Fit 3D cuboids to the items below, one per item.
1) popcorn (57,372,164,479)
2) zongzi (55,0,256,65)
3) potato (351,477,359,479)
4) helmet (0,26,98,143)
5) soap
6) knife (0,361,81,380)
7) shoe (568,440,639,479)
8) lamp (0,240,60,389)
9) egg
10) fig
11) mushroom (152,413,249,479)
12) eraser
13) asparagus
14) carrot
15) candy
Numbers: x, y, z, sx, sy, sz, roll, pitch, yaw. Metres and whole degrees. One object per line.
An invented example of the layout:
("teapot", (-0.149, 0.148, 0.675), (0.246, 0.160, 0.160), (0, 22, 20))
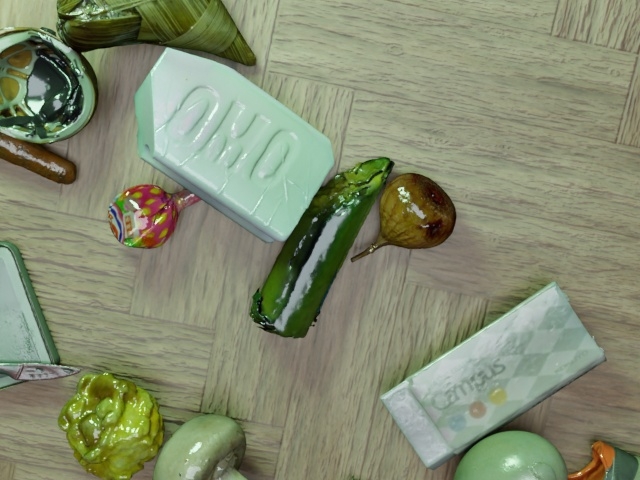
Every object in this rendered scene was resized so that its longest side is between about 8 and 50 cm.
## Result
("popcorn", (-0.381, 0.342, 1.729), (0.197, 0.155, 0.198), (-2, 69, 6))
("zongzi", (-0.275, -0.358, 1.614), (0.286, 0.134, 0.288), (-42, 110, -21))
("potato", (0.144, 0.607, 1.784), (0.264, 0.189, 0.211), (16, 98, -4))
("helmet", (-0.487, -0.269, 1.651), (0.224, 0.130, 0.198), (28, 97, 6))
("soap", (-0.163, -0.172, 1.631), (0.347, 0.115, 0.208), (35, 77, -13))
("knife", (-0.569, 0.242, 1.744), (0.247, 0.018, 0.035), (3, 98, -4))
("shoe", (0.487, 0.526, 1.818), (0.171, 0.132, 0.336), (35, 95, -2))
("lamp", (-0.655, 0.160, 1.760), (0.269, 0.047, 0.267), (-17, 100, 1))
("egg", (0.349, 0.456, 1.757), (0.186, 0.186, 0.253), (35, 135, -7))
("fig", (0.149, -0.020, 1.723), (0.146, 0.134, 0.201), (42, 112, 5))
("mushroom", (-0.193, 0.435, 1.730), (0.215, 0.207, 0.207), (33, 98, 13))
("eraser", (0.328, 0.263, 1.785), (0.396, 0.082, 0.213), (-35, 98, 4))
("asparagus", (0.000, 0.000, 1.723), (0.128, 0.108, 0.382), (27, 96, -5))
("carrot", (-0.527, -0.154, 1.706), (0.186, 0.060, 0.060), (28, 98, -13))
("candy", (-0.210, -0.092, 1.714), (0.365, 0.124, 0.124), (-25, 99, -6))
